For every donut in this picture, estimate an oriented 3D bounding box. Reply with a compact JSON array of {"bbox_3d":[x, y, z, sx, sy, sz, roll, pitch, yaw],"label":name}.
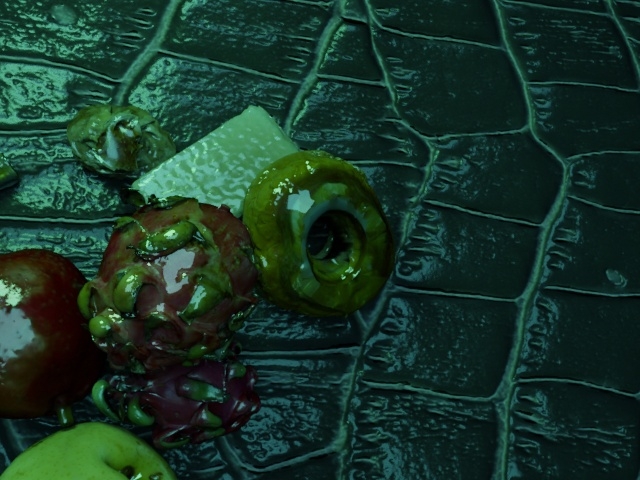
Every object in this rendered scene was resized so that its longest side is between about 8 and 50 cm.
[{"bbox_3d":[0.000,0.000,1.209,0.330,0.160,0.329,-8,111,-21],"label":"donut"}]

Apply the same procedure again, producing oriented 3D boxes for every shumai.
[{"bbox_3d":[-0.383,-0.198,1.223,0.210,0.153,0.161,28,79,-8],"label":"shumai"}]

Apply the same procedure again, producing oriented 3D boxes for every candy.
[{"bbox_3d":[-0.192,-0.113,1.257,0.321,0.135,0.179,-36,87,-19],"label":"candy"}]

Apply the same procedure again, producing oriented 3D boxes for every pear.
[{"bbox_3d":[-0.375,0.452,1.000,0.310,0.309,0.308,3,77,-14],"label":"pear"}]

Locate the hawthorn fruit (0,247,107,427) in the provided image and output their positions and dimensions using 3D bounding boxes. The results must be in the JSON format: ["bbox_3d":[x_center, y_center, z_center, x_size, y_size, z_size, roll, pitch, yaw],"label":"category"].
[{"bbox_3d":[-0.478,0.168,1.034,0.265,0.265,0.307,-27,66,-18],"label":"hawthorn fruit"}]

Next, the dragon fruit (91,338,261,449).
[{"bbox_3d":[-0.240,0.273,1.114,0.273,0.218,0.198,-14,118,-16],"label":"dragon fruit"}]

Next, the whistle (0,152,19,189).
[{"bbox_3d":[-0.715,-0.066,1.151,0.327,0.057,0.067,-29,108,-17],"label":"whistle"}]

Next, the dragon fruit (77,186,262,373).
[{"bbox_3d":[-0.247,0.069,1.013,0.291,0.250,0.268,-44,126,-38],"label":"dragon fruit"}]
